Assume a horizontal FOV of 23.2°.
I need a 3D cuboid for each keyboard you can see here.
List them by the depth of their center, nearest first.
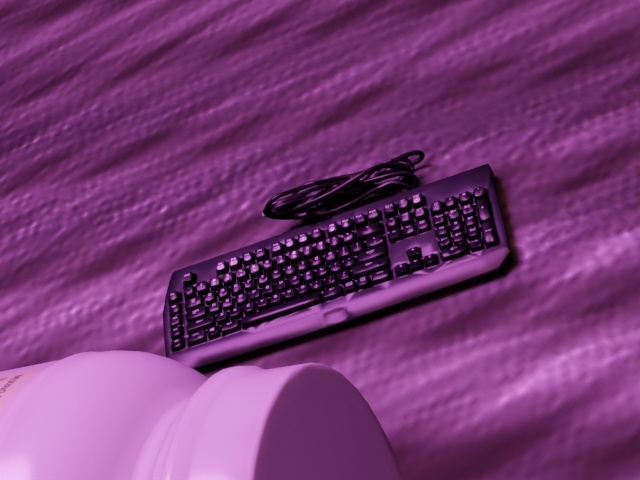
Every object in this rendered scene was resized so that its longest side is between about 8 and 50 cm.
[{"bbox_3d":[0.000,0.000,0.824,0.192,0.038,0.100,-19,43,11],"label":"keyboard"}]

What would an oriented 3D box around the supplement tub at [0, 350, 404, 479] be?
[{"bbox_3d":[-0.135,0.171,0.590,0.325,0.235,0.235,-12,45,18],"label":"supplement tub"}]
